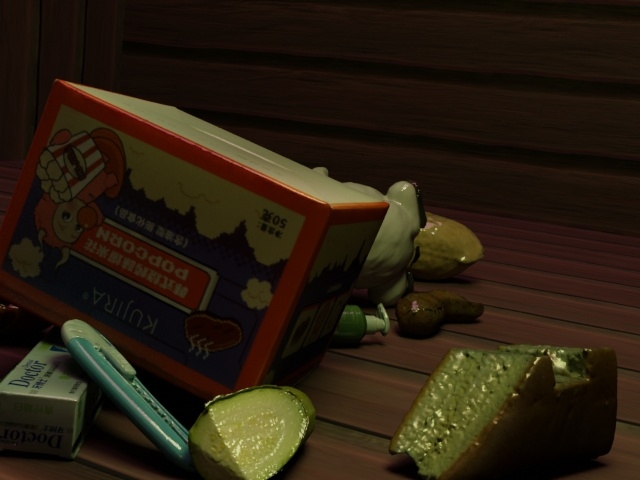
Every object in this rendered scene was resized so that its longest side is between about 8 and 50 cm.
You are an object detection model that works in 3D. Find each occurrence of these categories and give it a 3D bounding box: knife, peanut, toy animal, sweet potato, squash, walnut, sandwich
[{"bbox_3d":[-0.184,0.147,0.867,0.222,0.031,0.064,39,8,27],"label":"knife"},{"bbox_3d":[0.171,0.001,1.876,0.340,0.158,0.174,16,-16,31],"label":"peanut"},{"bbox_3d":[0.000,0.000,1.491,0.357,0.258,0.194,-9,-15,-36],"label":"toy animal"},{"bbox_3d":[0.189,0.116,1.459,0.081,0.062,0.233,30,17,31],"label":"sweet potato"},{"bbox_3d":[-0.045,0.177,0.874,0.090,0.075,0.200,27,15,17],"label":"squash"},{"bbox_3d":[-0.441,0.074,1.169,0.207,0.116,0.116,6,9,0],"label":"walnut"},{"bbox_3d":[0.188,0.173,0.909,0.236,0.128,0.122,-1,4,-39],"label":"sandwich"}]

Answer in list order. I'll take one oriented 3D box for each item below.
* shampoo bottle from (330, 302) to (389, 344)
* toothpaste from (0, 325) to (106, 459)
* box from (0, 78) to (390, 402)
[{"bbox_3d":[0.004,0.121,1.290,0.204,0.065,0.065,2,10,-20],"label":"shampoo bottle"},{"bbox_3d":[-0.274,0.143,0.976,0.081,0.067,0.336,6,10,-4],"label":"toothpaste"},{"bbox_3d":[-0.144,0.002,1.067,0.349,0.257,0.318,25,10,12],"label":"box"}]
